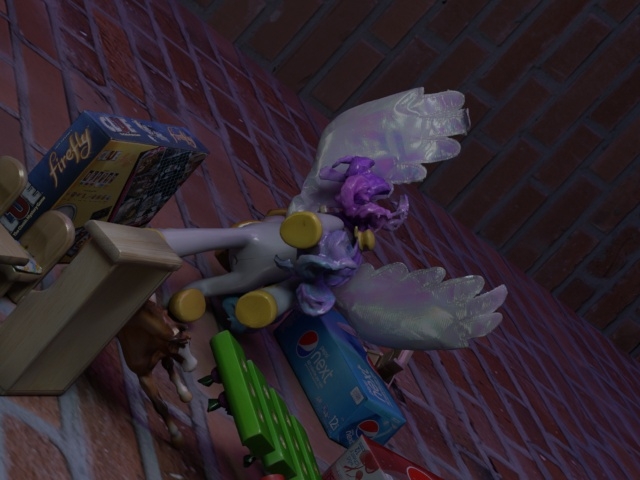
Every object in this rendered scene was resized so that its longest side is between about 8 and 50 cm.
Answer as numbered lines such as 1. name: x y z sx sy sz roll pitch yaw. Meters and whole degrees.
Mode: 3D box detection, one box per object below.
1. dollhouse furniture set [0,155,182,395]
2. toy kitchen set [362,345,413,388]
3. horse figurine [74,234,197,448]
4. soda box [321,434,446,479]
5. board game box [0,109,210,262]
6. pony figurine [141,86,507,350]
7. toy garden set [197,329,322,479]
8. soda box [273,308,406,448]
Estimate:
1. dollhouse furniture set: -0.265 -0.011 1.456 0.242 0.161 0.212 47 13 19
2. toy kitchen set: 0.056 0.152 2.134 0.075 0.083 0.068 40 54 -13
3. horse figurine: -0.171 0.066 1.575 0.174 0.066 0.263 73 -11 -45
4. soda box: 0.113 0.299 1.768 0.263 0.083 0.092 33 16 -39
5. board game box: -0.221 -0.049 1.715 0.042 0.165 0.243 46 12 14
6. pony figurine: 0.000 0.000 1.901 0.363 0.351 0.302 -22 105 -68
7. toy garden set: -0.040 0.222 1.553 0.244 0.049 0.203 59 9 -57
8. soda box: 0.020 0.156 1.997 0.071 0.067 0.210 33 16 -36
